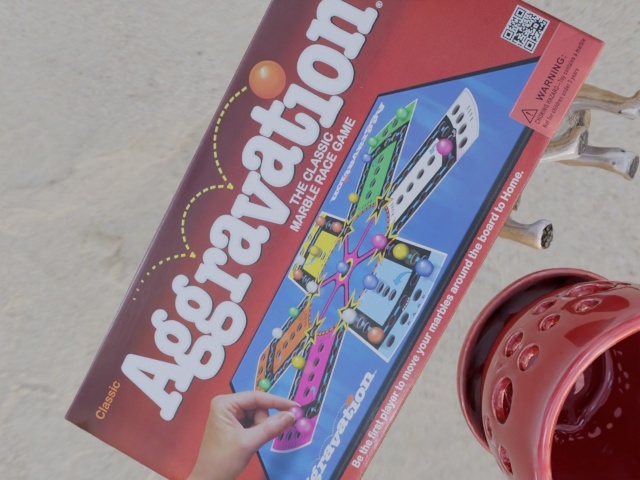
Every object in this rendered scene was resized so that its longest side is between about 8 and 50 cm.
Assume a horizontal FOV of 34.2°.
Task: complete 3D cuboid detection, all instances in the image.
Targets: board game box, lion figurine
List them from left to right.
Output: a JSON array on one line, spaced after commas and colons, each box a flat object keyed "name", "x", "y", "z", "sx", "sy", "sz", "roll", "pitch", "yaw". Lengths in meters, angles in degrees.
[{"name": "board game box", "x": 0.000, "y": 0.000, "z": 0.497, "sx": 0.145, "sy": 0.027, "sz": 0.281, "roll": 29, "pitch": 101, "yaw": 6}, {"name": "lion figurine", "x": 0.213, "y": -0.112, "z": 1.180, "sx": 0.240, "sy": 0.392, "sz": 0.142, "roll": 16, "pitch": 114, "yaw": 34}]

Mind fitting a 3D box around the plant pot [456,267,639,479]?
[{"name": "plant pot", "x": 0.207, "y": 0.120, "z": 0.774, "sx": 0.191, "sy": 0.174, "sz": 0.191, "roll": -3, "pitch": 100, "yaw": -15}]
